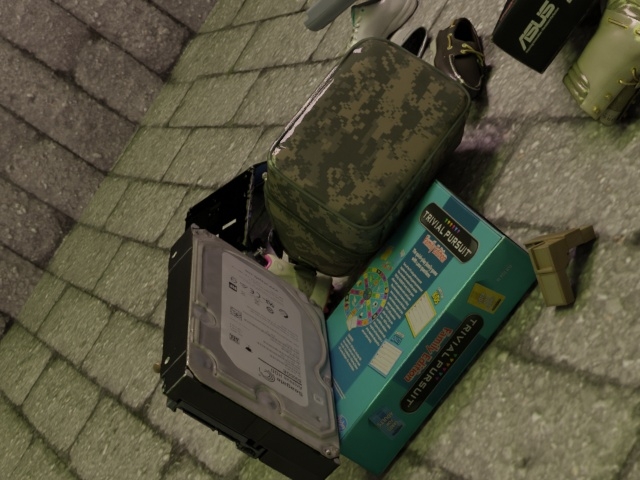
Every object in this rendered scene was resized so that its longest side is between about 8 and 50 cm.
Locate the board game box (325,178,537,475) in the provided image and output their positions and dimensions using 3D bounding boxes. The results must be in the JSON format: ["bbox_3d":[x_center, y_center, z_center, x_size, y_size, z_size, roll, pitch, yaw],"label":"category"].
[{"bbox_3d":[0.117,0.106,1.570,0.336,0.079,0.254,-52,23,7],"label":"board game box"}]

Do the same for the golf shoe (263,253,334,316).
[{"bbox_3d":[-0.113,0.113,1.929,0.306,0.140,0.115,-37,31,39],"label":"golf shoe"}]

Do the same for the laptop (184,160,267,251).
[{"bbox_3d":[-0.145,-0.046,2.279,0.234,0.136,0.264,-30,47,46],"label":"laptop"}]

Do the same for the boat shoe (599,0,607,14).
[{"bbox_3d":[0.466,-0.348,1.492,0.277,0.098,0.096,-49,23,37],"label":"boat shoe"}]

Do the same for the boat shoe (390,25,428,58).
[{"bbox_3d":[0.138,-0.306,2.108,0.184,0.066,0.063,-55,20,-25],"label":"boat shoe"}]

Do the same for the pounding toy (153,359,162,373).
[{"bbox_3d":[-0.107,0.215,1.801,0.236,0.110,0.183,7,24,26],"label":"pounding toy"}]

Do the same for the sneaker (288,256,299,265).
[{"bbox_3d":[0.000,0.000,1.959,0.170,0.063,0.075,-42,26,40],"label":"sneaker"}]

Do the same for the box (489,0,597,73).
[{"bbox_3d":[0.382,-0.435,1.568,0.395,0.097,0.318,-56,0,28],"label":"box"}]

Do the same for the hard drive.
[{"bbox_3d":[-0.089,0.137,1.525,0.064,0.237,0.339,-46,23,22],"label":"hard drive"}]

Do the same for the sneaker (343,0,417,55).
[{"bbox_3d":[0.085,-0.408,2.291,0.212,0.094,0.080,-51,25,10],"label":"sneaker"}]

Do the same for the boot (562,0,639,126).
[{"bbox_3d":[0.396,-0.205,1.446,0.213,0.077,0.165,52,123,41],"label":"boot"}]

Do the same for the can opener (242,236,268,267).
[{"bbox_3d":[-0.121,0.026,2.156,0.073,0.059,0.186,-50,24,13],"label":"can opener"}]

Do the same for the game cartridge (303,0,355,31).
[{"bbox_3d":[0.105,-0.535,2.350,0.297,0.062,0.198,-45,13,-31],"label":"game cartridge"}]

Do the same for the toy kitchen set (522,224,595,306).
[{"bbox_3d":[0.282,0.030,1.417,0.083,0.075,0.068,-22,6,-36],"label":"toy kitchen set"}]

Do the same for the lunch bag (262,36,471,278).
[{"bbox_3d":[0.058,-0.105,1.764,0.305,0.212,0.256,-54,-13,-21],"label":"lunch bag"}]

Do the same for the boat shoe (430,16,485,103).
[{"bbox_3d":[0.222,-0.289,1.888,0.069,0.081,0.228,-49,21,24],"label":"boat shoe"}]
